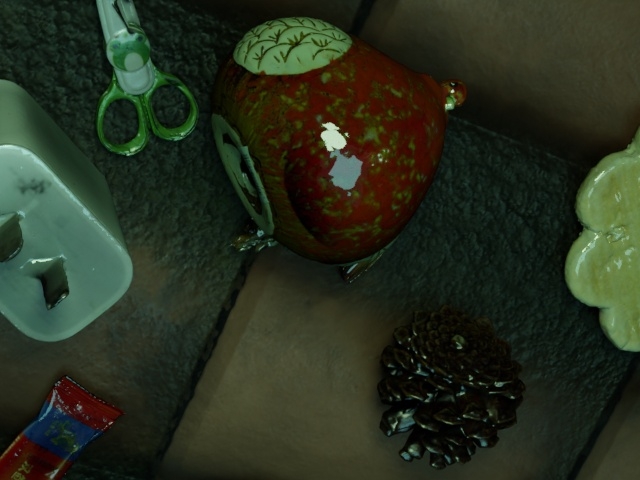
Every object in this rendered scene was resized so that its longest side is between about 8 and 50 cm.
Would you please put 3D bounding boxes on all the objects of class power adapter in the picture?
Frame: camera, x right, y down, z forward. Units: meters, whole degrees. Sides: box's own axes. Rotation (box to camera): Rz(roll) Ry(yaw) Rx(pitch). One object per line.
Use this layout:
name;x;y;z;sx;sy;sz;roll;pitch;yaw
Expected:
power adapter;-0.265;-0.018;1.303;0.124;0.255;0.187;-38;118;5

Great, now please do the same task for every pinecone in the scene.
pinecone;0.133;0.170;1.570;0.163;0.163;0.165;3;130;-19

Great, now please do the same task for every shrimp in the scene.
shrimp;-0.001;-0.001;1.520;0.178;0.034;0.124;-26;124;-10

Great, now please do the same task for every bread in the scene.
bread;0.410;-0.012;1.628;0.316;0.054;0.316;-7;114;-15

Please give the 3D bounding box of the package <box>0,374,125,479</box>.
package;-0.299;0.232;1.531;0.083;0.022;0.200;36;102;-30

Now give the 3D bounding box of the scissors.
scissors;-0.184;-0.180;1.383;0.101;0.027;0.204;-20;119;-11

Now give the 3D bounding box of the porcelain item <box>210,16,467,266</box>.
porcelain item;0.027;-0.104;1.365;0.253;0.253;0.253;-7;115;-15
